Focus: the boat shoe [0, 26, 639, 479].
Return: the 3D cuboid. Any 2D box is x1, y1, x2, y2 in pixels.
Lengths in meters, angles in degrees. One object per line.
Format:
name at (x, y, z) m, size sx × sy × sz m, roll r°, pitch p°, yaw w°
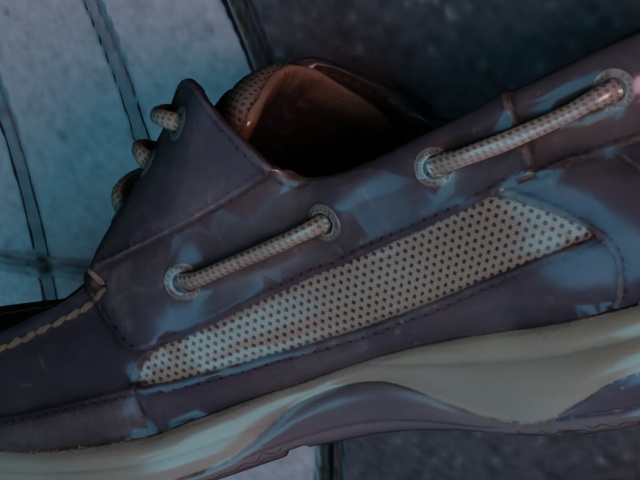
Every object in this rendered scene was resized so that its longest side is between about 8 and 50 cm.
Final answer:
boat shoe at (0.000, 0.000, 0.623) m, size 0.355 × 0.132 × 0.130 m, roll -12°, pitch 97°, yaw 27°
